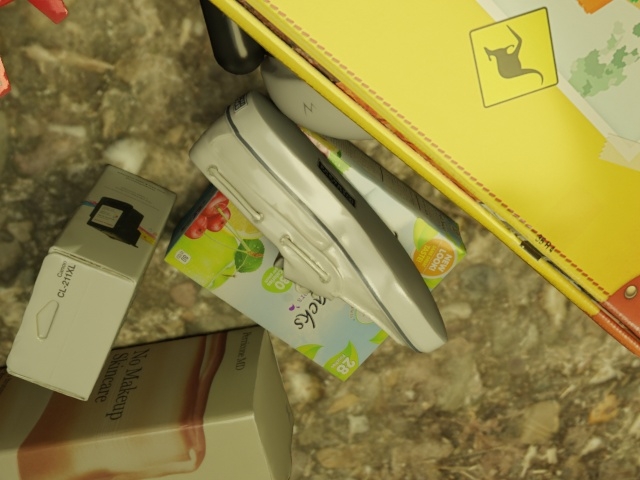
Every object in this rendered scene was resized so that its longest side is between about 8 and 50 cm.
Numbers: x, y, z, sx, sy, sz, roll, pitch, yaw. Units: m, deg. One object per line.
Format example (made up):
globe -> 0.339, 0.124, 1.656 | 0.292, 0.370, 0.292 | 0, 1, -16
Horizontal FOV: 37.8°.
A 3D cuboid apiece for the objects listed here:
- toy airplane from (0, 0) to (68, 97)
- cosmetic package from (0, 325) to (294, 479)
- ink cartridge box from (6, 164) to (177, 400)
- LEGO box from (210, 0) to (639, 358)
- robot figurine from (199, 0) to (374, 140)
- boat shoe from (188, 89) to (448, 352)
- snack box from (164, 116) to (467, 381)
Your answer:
toy airplane -> -0.278, -0.197, 0.773 | 0.151, 0.028, 0.151 | 1, 117, 1
cosmetic package -> -0.184, 0.191, 0.891 | 0.296, 0.153, 0.129 | -10, 116, 6
ink cartridge box -> -0.191, 0.032, 0.799 | 0.072, 0.175, 0.127 | 23, 115, -9
LEGO box -> 0.112, -0.231, 0.484 | 0.500, 0.193, 0.372 | 37, 101, -24
robot figurine -> 0.023, -0.212, 0.678 | 0.209, 0.173, 0.278 | -5, 115, 8
boat shoe -> 0.000, 0.000, 0.755 | 0.084, 0.095, 0.258 | -37, 98, 17
snack box -> -0.004, 0.001, 0.836 | 0.207, 0.070, 0.174 | 35, 111, -15
